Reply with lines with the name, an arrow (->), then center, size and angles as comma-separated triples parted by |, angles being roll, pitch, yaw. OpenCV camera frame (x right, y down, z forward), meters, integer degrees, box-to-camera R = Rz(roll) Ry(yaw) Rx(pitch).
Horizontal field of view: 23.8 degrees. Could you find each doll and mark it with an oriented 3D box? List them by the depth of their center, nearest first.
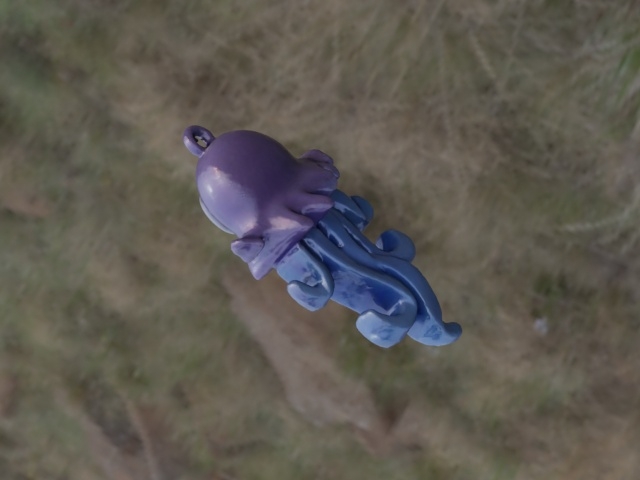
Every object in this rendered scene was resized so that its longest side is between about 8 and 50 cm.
doll -> 0.000, 0.000, 0.897 | 0.206, 0.110, 0.067 | 39, 126, -5
